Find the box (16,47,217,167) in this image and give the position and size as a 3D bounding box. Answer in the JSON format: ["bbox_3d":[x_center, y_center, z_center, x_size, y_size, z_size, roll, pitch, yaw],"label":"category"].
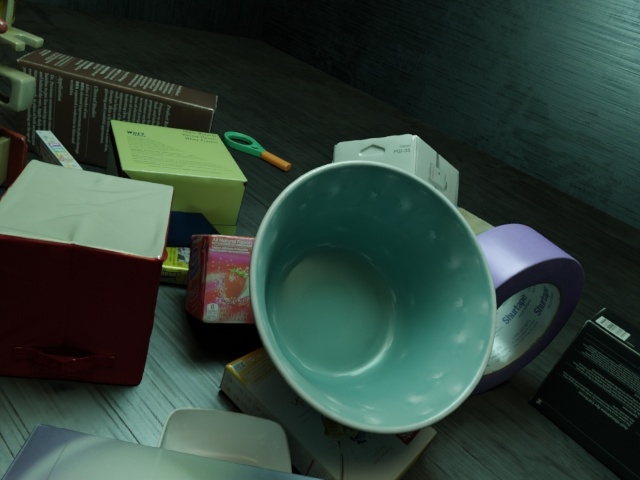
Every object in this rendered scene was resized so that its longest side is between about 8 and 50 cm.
[{"bbox_3d":[-0.432,-0.263,1.063,0.381,0.191,0.143,13,28,-14],"label":"box"}]

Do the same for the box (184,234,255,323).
[{"bbox_3d":[-0.065,0.060,0.748,0.256,0.123,0.128,5,-2,-26],"label":"box"}]

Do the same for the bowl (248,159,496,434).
[{"bbox_3d":[0.043,0.075,0.614,0.311,0.163,0.312,8,69,-21],"label":"bowl"}]

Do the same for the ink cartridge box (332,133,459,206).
[{"bbox_3d":[0.181,-0.140,1.146,0.207,0.117,0.283,0,-8,33],"label":"ink cartridge box"}]

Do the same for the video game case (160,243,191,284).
[{"bbox_3d":[-0.289,-0.017,0.882,0.248,0.035,0.275,9,29,-19],"label":"video game case"}]

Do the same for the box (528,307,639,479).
[{"bbox_3d":[0.490,0.258,0.736,0.103,0.184,0.261,-8,39,-46],"label":"box"}]

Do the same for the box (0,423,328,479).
[{"bbox_3d":[-0.092,0.303,0.279,0.294,0.183,0.296,14,28,-8],"label":"box"}]

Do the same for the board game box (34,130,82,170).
[{"bbox_3d":[-0.469,-0.115,0.865,0.026,0.103,0.154,-11,41,-45],"label":"board game box"}]

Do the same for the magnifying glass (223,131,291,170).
[{"bbox_3d":[-0.182,-0.258,1.396,0.231,0.026,0.092,32,30,20],"label":"magnifying glass"}]

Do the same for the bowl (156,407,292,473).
[{"bbox_3d":[-0.103,0.250,0.502,0.142,0.053,0.142,13,28,-13],"label":"bowl"}]

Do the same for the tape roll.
[{"bbox_3d":[0.267,0.113,0.752,0.274,0.275,0.090,0,33,-33],"label":"tape roll"}]

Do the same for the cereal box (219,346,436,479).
[{"bbox_3d":[0.011,0.220,0.635,0.240,0.047,0.173,35,30,27],"label":"cereal box"}]

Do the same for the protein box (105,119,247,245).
[{"bbox_3d":[-0.264,-0.100,0.863,0.199,0.136,0.201,2,33,-30],"label":"protein box"}]

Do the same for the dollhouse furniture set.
[{"bbox_3d":[-0.549,-0.220,0.717,0.152,0.374,0.201,20,26,-9],"label":"dollhouse furniture set"}]

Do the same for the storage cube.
[{"bbox_3d":[-0.293,0.038,0.609,0.183,0.193,0.215,10,28,-18],"label":"storage cube"}]

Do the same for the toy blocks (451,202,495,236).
[{"bbox_3d":[0.181,0.016,0.963,0.381,0.191,0.261,-19,40,-30],"label":"toy blocks"}]
